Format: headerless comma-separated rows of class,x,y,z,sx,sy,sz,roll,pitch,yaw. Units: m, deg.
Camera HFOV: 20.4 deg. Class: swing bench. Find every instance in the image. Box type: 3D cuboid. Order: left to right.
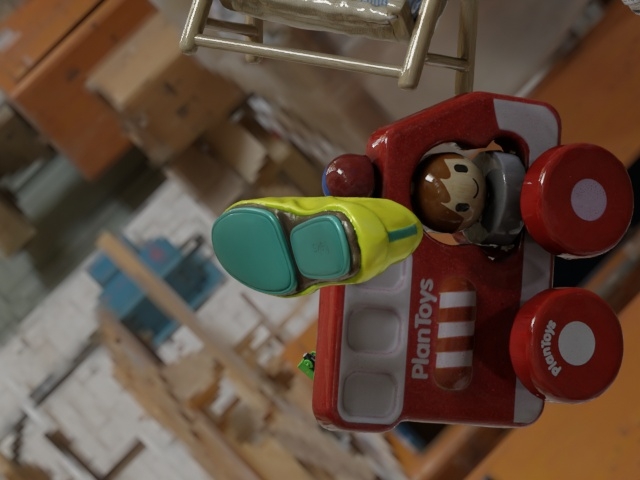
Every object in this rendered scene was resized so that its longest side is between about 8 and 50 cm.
swing bench,0.026,-0.282,1.707,0.253,0.255,0.165,11,-174,24

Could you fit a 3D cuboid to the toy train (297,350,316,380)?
toy train,0.015,0.130,1.574,0.083,0.017,0.024,41,141,-1

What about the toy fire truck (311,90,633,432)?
toy fire truck,0.117,0.019,1.540,0.254,0.302,0.169,5,176,-26

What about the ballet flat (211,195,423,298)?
ballet flat,0.000,0.000,1.308,0.231,0.077,0.077,-2,104,62

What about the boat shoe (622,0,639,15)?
boat shoe,0.375,-0.304,1.716,0.109,0.302,0.094,-8,128,51
